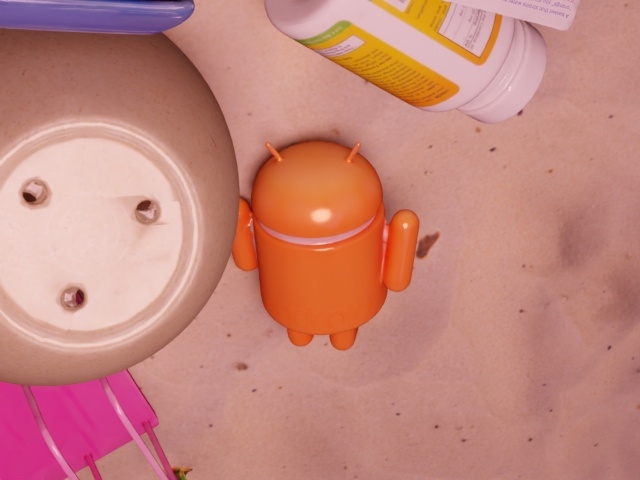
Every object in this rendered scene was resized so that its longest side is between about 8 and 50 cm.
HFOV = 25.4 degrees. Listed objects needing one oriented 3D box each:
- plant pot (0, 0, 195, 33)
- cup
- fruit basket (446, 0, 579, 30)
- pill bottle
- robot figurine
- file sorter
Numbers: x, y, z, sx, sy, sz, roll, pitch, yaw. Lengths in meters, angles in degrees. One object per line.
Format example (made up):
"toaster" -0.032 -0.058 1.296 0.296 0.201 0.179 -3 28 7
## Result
"plant pot" -0.196 -0.278 0.993 0.236 0.236 0.212 -2 129 -26
"cup" -0.197 -0.024 1.085 0.331 0.237 0.331 -4 103 -19
"fruit basket" 0.117 -0.366 1.103 0.327 0.165 0.353 7 111 -30
"pill bottle" 0.082 -0.195 1.243 0.245 0.136 0.136 24 108 -37
"robot figurine" 0.002 0.000 1.341 0.128 0.158 0.219 -28 132 -29
"file sorter" -0.293 0.224 1.308 0.290 0.182 0.202 -30 130 -6
